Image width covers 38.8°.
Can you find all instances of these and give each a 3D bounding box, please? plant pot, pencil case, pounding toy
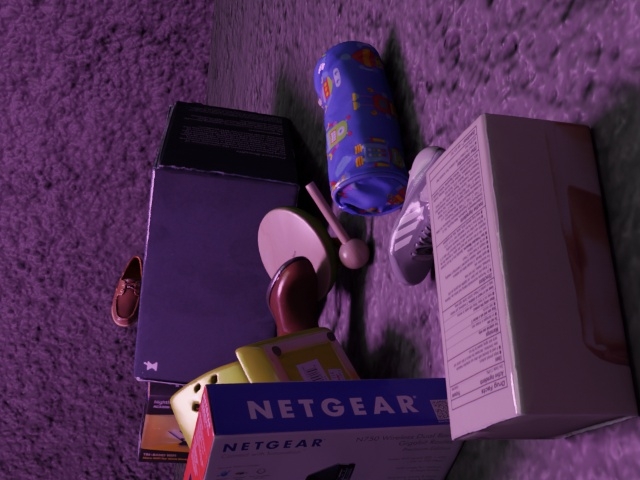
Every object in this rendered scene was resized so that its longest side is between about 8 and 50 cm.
[{"bbox_3d":[-0.055,0.266,1.390,0.207,0.227,0.228,-45,66,35],"label":"plant pot"},{"bbox_3d":[0.058,-0.177,1.446,0.133,0.119,0.306,-35,46,32],"label":"pencil case"},{"bbox_3d":[0.000,0.000,1.631,0.183,0.110,0.237,59,140,5],"label":"pounding toy"}]

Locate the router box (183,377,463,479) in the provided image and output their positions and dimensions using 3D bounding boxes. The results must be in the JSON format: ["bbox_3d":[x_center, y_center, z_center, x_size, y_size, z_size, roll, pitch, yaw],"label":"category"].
[{"bbox_3d":[-0.009,0.313,1.200,0.082,0.335,0.301,-109,27,-46],"label":"router box"}]

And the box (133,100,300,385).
[{"bbox_3d":[-0.230,-0.002,2.001,0.472,0.297,0.480,-97,15,-66],"label":"box"}]

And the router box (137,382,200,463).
[{"bbox_3d":[-0.249,0.407,2.069,0.081,0.309,0.243,-101,20,-48],"label":"router box"}]

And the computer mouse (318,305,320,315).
[{"bbox_3d":[-0.034,0.142,1.794,0.262,0.060,0.184,113,162,-53],"label":"computer mouse"}]

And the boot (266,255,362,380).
[{"bbox_3d":[0.005,0.194,1.503,0.280,0.096,0.264,41,124,47],"label":"boot"}]

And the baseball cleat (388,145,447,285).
[{"bbox_3d":[0.144,-0.020,1.219,0.109,0.072,0.206,-132,44,-59],"label":"baseball cleat"}]

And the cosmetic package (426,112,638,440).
[{"bbox_3d":[0.201,0.041,0.906,0.153,0.129,0.296,133,138,-64],"label":"cosmetic package"}]

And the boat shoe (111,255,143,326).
[{"bbox_3d":[-0.416,0.107,1.975,0.178,0.064,0.060,-88,7,-45],"label":"boat shoe"}]
